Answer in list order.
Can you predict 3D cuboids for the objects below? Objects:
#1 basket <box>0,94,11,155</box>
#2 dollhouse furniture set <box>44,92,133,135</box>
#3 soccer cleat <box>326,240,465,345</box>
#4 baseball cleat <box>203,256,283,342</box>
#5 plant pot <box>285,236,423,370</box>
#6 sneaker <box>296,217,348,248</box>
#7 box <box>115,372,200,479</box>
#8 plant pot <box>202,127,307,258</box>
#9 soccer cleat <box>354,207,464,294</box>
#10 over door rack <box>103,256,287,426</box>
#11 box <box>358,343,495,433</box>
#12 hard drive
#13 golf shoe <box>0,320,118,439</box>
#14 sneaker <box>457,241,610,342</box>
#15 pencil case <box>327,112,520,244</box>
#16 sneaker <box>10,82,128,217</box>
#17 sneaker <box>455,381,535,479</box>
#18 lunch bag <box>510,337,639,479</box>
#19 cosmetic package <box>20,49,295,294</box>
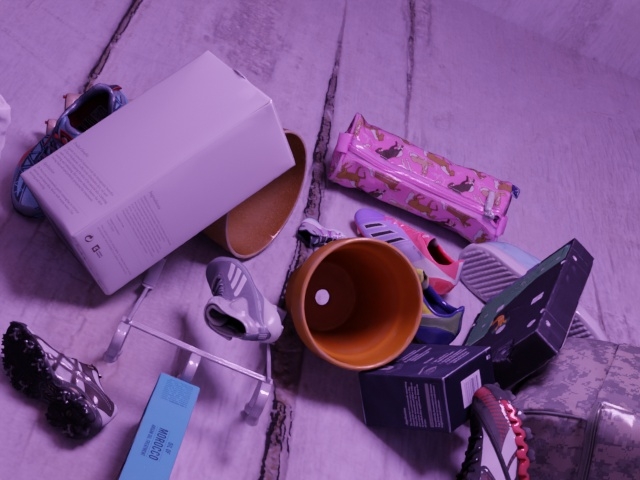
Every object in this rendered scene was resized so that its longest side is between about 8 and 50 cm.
[{"bbox_3d":[-0.638,-0.141,1.605,0.266,0.328,0.331,-9,47,-41],"label":"basket"},{"bbox_3d":[-0.394,-0.141,2.019,0.129,0.129,0.183,3,71,-28],"label":"dollhouse furniture set"},{"bbox_3d":[0.134,0.075,2.072,0.289,0.121,0.093,38,33,17],"label":"soccer cleat"},{"bbox_3d":[-0.138,0.082,1.728,0.109,0.072,0.206,3,24,-38],"label":"baseball cleat"},{"bbox_3d":[0.034,0.095,1.879,0.205,0.205,0.188,15,-4,-20],"label":"plant pot"},{"bbox_3d":[0.000,0.000,2.165,0.098,0.038,0.069,22,32,9],"label":"sneaker"},{"bbox_3d":[-0.223,0.288,1.510,0.060,0.100,0.244,23,31,-5],"label":"box"},{"bbox_3d":[-0.191,-0.128,2.052,0.254,0.237,0.237,27,29,24],"label":"plant pot"},{"bbox_3d":[0.169,0.004,2.228,0.248,0.095,0.083,43,35,23],"label":"soccer cleat"},{"bbox_3d":[-0.182,0.155,1.750,0.240,0.108,0.324,25,17,-5],"label":"over door rack"},{"bbox_3d":[0.169,0.228,1.833,0.158,0.093,0.156,-1,13,37],"label":"box"},{"bbox_3d":[0.340,0.147,2.004,0.064,0.237,0.339,46,33,-5],"label":"hard drive"},{"bbox_3d":[-0.357,0.187,1.594,0.198,0.077,0.094,48,25,18],"label":"golf shoe"},{"bbox_3d":[0.438,0.115,2.235,0.150,0.135,0.366,-16,52,-44],"label":"sneaker"},{"bbox_3d":[0.202,-0.118,2.374,0.386,0.167,0.160,25,53,-4],"label":"pencil case"},{"bbox_3d":[-0.414,-0.155,1.879,0.104,0.262,0.125,35,-10,1],"label":"sneaker"},{"bbox_3d":[0.245,0.345,1.718,0.135,0.097,0.276,-3,71,-12],"label":"sneaker"},{"bbox_3d":[0.423,0.289,1.899,0.256,0.212,0.305,16,27,19],"label":"lunch bag"},{"bbox_3d":[-0.249,-0.111,1.816,0.366,0.155,0.197,-34,48,-13],"label":"cosmetic package"}]
